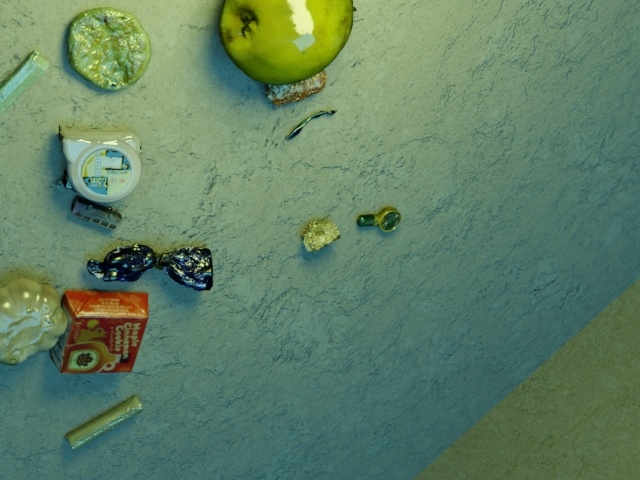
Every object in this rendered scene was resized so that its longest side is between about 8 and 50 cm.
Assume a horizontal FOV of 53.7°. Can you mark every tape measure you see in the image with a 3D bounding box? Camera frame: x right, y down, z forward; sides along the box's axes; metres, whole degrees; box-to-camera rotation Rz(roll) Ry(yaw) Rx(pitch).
[{"bbox_3d":[-0.527,-0.181,1.513,0.196,0.105,0.179,0,115,-31],"label":"tape measure"}]

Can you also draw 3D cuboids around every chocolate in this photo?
[{"bbox_3d":[-0.456,0.063,1.727,0.343,0.126,0.148,7,156,-25],"label":"chocolate"},{"bbox_3d":[-0.612,0.262,1.772,0.234,0.108,0.238,7,117,-35],"label":"chocolate"}]

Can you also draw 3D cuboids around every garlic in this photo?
[{"bbox_3d":[-0.767,0.199,1.607,0.227,0.152,0.228,-10,110,-27],"label":"garlic"}]

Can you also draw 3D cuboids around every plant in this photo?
[{"bbox_3d":[0.000,0.000,1.951,0.116,0.105,0.122,0,150,-5],"label":"plant"}]

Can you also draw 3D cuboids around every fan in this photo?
[{"bbox_3d":[0.187,-0.070,2.039,0.154,0.039,0.082,-4,124,-26],"label":"fan"}]

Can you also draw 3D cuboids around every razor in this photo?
[{"bbox_3d":[-0.028,-0.327,1.743,0.154,0.044,0.028,-31,102,-4],"label":"razor"}]

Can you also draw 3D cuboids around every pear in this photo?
[{"bbox_3d":[-0.055,-0.510,1.443,0.375,0.287,0.288,-23,133,-36],"label":"pear"}]

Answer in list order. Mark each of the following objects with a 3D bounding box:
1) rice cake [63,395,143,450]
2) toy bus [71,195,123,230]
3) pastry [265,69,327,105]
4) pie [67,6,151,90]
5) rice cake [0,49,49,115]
[{"bbox_3d":[-0.681,0.576,1.991,0.256,0.057,0.052,-29,149,-9],"label":"rice cake"},{"bbox_3d":[-0.569,-0.068,1.609,0.130,0.037,0.052,25,112,-41],"label":"toy bus"},{"bbox_3d":[-0.067,-0.405,1.645,0.169,0.063,0.087,-18,120,-12],"label":"pastry"},{"bbox_3d":[-0.470,-0.427,1.406,0.186,0.041,0.187,-15,128,-20],"label":"pie"},{"bbox_3d":[-0.685,-0.313,1.364,0.245,0.042,0.045,-43,135,3],"label":"rice cake"}]
